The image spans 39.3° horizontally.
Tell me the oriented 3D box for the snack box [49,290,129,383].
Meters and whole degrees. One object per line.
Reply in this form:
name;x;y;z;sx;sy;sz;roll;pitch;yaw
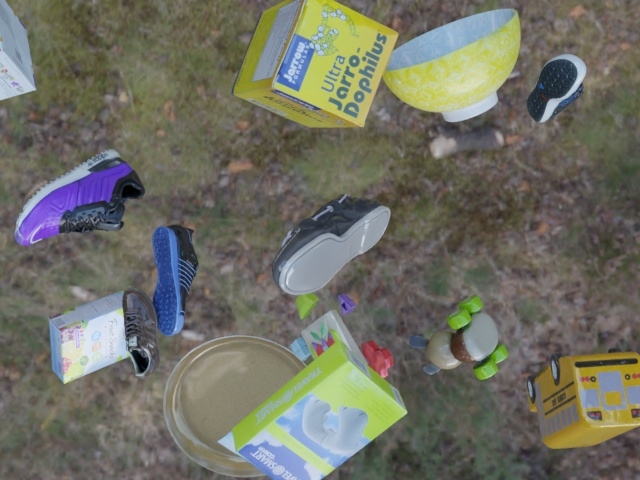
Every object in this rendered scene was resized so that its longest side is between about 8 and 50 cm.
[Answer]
snack box;-0.568;0.240;2.248;0.207;0.070;0.175;-23;135;-36

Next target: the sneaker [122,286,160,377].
sneaker;-0.372;0.192;1.852;0.066;0.071;0.189;-10;103;12

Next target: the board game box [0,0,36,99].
board game box;-0.669;-0.319;1.582;0.275;0.142;0.144;-16;160;0

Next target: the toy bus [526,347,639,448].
toy bus;0.416;0.253;1.426;0.108;0.130;0.333;-5;161;-1

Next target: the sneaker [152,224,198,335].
sneaker;-0.298;0.082;1.893;0.081;0.233;0.090;2;-177;39

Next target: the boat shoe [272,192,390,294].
boat shoe;0.000;0.000;1.521;0.095;0.335;0.112;26;120;24

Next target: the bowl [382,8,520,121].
bowl;0.275;-0.330;1.781;0.289;0.289;0.156;-19;110;16

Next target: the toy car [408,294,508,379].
toy car;0.296;0.236;2.017;0.188;0.149;0.155;-25;95;34

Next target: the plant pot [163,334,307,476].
plant pot;-0.115;0.244;1.340;0.236;0.032;0.237;0;109;-1

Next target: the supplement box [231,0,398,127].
supplement box;-0.023;-0.348;1.787;0.195;0.356;0.194;21;91;-19

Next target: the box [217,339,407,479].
box;-0.010;0.199;0.963;0.178;0.042;0.109;-41;121;11

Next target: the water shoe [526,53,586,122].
water shoe;0.439;-0.286;1.621;0.080;0.073;0.203;-24;169;-15

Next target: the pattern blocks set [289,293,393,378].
pattern blocks set;0.027;0.232;1.880;0.026;0.285;0.325;-22;153;-30

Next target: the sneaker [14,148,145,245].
sneaker;-0.474;-0.064;1.817;0.146;0.293;0.102;42;145;7
